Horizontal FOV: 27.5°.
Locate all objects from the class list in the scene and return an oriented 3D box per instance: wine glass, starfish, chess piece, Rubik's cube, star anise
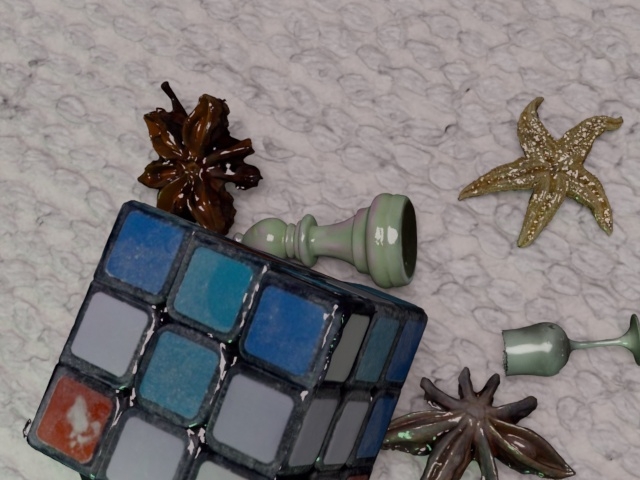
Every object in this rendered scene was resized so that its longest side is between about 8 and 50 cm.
[{"bbox_3d":[0.356,0.152,1.866,0.195,0.079,0.079,-5,77,2],"label":"wine glass"},{"bbox_3d":[0.345,-0.097,1.943,0.277,0.062,0.236,-25,82,-5],"label":"starfish"},{"bbox_3d":[0.000,0.000,1.920,0.271,0.139,0.139,0,77,17],"label":"chess piece"},{"bbox_3d":[-0.109,0.180,1.717,0.359,0.363,0.362,19,91,21],"label":"Rubik's cube"},{"bbox_3d":[-0.173,-0.110,1.942,0.190,0.126,0.220,22,104,37],"label":"star anise"},{"bbox_3d":[0.201,0.281,1.835,0.257,0.110,0.198,-15,58,-11],"label":"star anise"}]

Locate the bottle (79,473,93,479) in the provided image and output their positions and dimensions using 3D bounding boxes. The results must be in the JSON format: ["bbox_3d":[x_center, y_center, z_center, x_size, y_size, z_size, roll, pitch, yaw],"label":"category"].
[{"bbox_3d":[-0.327,0.303,1.895,0.082,0.072,0.244,-26,76,18],"label":"bottle"}]
